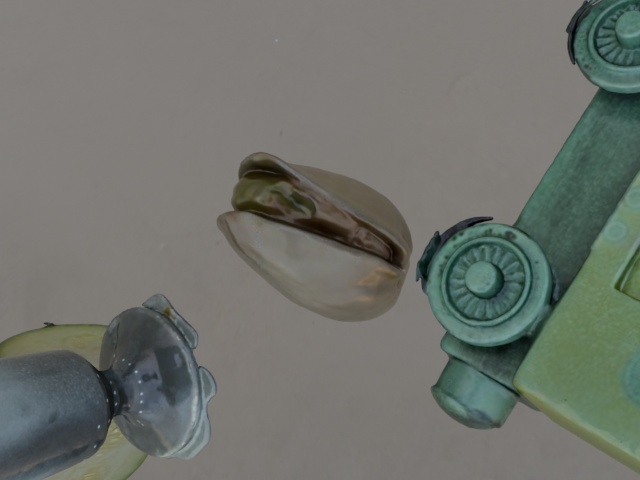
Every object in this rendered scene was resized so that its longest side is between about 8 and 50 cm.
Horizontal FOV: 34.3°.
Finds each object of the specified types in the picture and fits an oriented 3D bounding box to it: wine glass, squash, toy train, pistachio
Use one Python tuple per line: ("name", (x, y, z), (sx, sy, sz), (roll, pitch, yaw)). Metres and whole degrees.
("wine glass", (-0.116, 0.066, 0.372), (0.072, 0.155, 0.072), (9, 103, 41))
("squash", (-0.257, 0.229, 1.085), (0.189, 0.189, 0.261), (5, 107, -3))
("toy train", (0.252, -0.008, 0.746), (0.253, 0.160, 0.397), (29, 83, 35))
("pistachio", (0.000, 0.000, 0.994), (0.215, 0.144, 0.144), (33, 98, -27))
